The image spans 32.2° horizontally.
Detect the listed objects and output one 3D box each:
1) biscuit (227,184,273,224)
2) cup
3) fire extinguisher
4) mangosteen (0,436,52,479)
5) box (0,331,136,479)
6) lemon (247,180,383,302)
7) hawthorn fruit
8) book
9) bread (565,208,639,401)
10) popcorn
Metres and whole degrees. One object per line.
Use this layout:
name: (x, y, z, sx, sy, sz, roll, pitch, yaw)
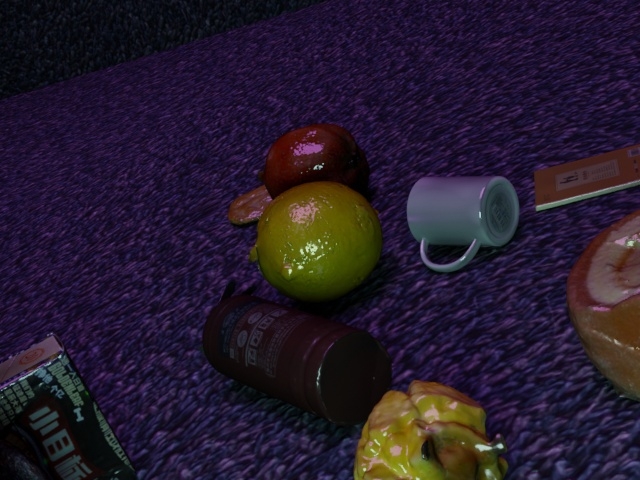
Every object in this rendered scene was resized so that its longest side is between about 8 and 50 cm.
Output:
biscuit: (-0.053, -0.088, 1.975, 0.247, 0.029, 0.118, -20, 24, 7)
cup: (0.199, -0.023, 1.559, 0.133, 0.136, 0.099, 1, -1, 42)
fire extinguisher: (-0.053, 0.130, 1.401, 0.337, 0.114, 0.135, 11, 61, 52)
mangosteen: (-0.397, 0.324, 1.121, 0.288, 0.288, 0.288, -19, 24, 9)
box: (-0.401, 0.274, 1.314, 0.310, 0.198, 0.084, -30, 23, -14)
lemon: (0.000, 0.000, 1.568, 0.206, 0.174, 0.173, -33, 25, -30)
hawthorn fruit: (-0.016, -0.108, 1.836, 0.188, 0.169, 0.169, -13, 25, 29)
book: (0.395, -0.093, 1.606, 0.172, 0.012, 0.118, -15, 25, 18)
bread: (0.368, 0.057, 1.179, 0.190, 0.123, 0.244, -12, 25, 28)
popcorn: (0.103, 0.215, 1.057, 0.152, 0.148, 0.167, -33, 22, 52)
